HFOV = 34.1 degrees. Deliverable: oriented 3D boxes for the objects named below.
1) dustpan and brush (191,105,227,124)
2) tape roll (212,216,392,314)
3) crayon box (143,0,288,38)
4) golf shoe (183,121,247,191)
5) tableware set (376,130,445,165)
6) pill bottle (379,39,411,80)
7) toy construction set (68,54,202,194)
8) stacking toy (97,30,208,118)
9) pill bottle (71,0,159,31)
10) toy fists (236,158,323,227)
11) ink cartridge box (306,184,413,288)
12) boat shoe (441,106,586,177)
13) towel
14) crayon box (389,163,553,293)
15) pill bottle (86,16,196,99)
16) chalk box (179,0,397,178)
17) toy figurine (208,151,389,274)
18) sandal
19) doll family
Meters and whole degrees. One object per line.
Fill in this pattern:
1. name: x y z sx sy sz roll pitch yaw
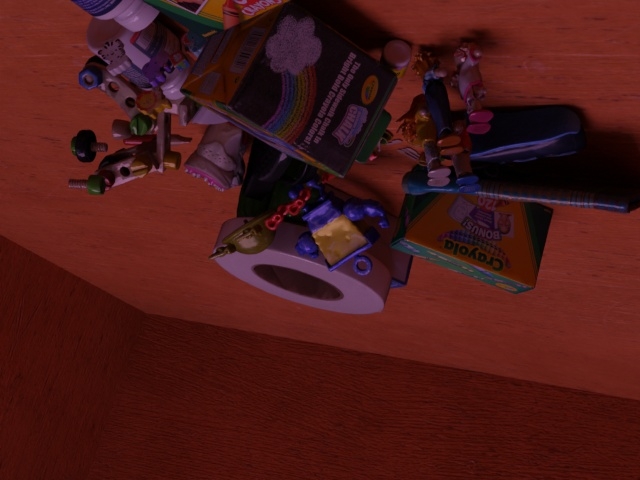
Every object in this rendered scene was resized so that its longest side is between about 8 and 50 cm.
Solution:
1. dustpan and brush: -0.119 -0.252 1.721 0.211 0.147 0.060 4 -139 -53
2. tape roll: -0.039 0.060 2.246 0.392 0.072 0.392 17 163 5
3. crayon box: -0.169 -0.403 1.287 0.313 0.106 0.363 27 161 -30
4. golf shoe: -0.185 -0.179 2.061 0.115 0.140 0.306 26 -173 -6
5. tableware set: 0.148 -0.173 1.886 0.154 0.024 0.104 28 161 -31
6. pill bottle: 0.110 -0.266 1.573 0.043 0.043 0.083 17 164 1
7. toy construction set: -0.296 -0.210 1.931 0.237 0.257 0.309 2 -177 8
8. stacking toy: -0.220 -0.293 1.631 0.221 0.052 0.167 -32 156 3
9. pill bottle: -0.318 -0.383 1.496 0.112 0.112 0.187 2 157 43
10. toy fists: -0.085 -0.087 2.198 0.096 0.142 0.279 27 162 -32
11. ink cartridge box: 0.009 0.013 2.438 0.270 0.151 0.395 24 164 -23
12. boat shoe: 0.296 -0.148 1.665 0.258 0.109 0.089 6 156 40
13. towel: 0.351 -0.084 1.743 0.370 0.040 0.271 9 -170 26
14. crayon box: 0.288 -0.023 1.986 0.279 0.165 0.081 20 164 -12
15. pill bottle: -0.286 -0.309 1.719 0.108 0.107 0.180 5 160 36
16. chalk box: -0.024 -0.218 1.555 0.289 0.180 0.179 30 179 -35
17. toy figurine: 0.000 0.000 1.954 0.363 0.191 0.217 -34 102 22
18. sandal: -0.061 -0.166 1.909 0.107 0.167 0.446 12 174 -9
19. doll family: 0.174 -0.189 1.541 0.118 0.163 0.263 -7 151 -3
